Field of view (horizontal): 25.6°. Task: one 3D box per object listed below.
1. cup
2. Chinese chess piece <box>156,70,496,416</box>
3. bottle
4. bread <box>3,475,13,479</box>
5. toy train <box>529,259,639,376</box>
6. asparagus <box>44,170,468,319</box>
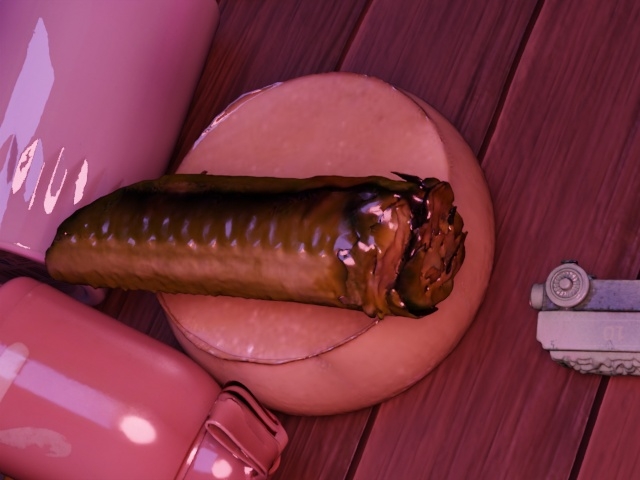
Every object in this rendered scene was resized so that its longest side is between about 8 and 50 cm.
[{"bbox_3d":[-0.270,-0.135,1.489,0.253,0.253,0.372,4,68,28],"label":"cup"},{"bbox_3d":[0.000,0.000,1.351,0.338,0.140,0.338,-12,58,19],"label":"Chinese chess piece"},{"bbox_3d":[-0.179,0.158,1.256,0.297,0.206,0.173,27,50,6],"label":"bottle"},{"bbox_3d":[-0.246,0.200,1.397,0.134,0.085,0.173,-1,64,26],"label":"bread"},{"bbox_3d":[0.265,0.069,1.226,0.172,0.070,0.099,-1,74,27],"label":"toy train"},{"bbox_3d":[-0.065,-0.002,1.231,0.382,0.108,0.128,3,63,29],"label":"asparagus"}]
